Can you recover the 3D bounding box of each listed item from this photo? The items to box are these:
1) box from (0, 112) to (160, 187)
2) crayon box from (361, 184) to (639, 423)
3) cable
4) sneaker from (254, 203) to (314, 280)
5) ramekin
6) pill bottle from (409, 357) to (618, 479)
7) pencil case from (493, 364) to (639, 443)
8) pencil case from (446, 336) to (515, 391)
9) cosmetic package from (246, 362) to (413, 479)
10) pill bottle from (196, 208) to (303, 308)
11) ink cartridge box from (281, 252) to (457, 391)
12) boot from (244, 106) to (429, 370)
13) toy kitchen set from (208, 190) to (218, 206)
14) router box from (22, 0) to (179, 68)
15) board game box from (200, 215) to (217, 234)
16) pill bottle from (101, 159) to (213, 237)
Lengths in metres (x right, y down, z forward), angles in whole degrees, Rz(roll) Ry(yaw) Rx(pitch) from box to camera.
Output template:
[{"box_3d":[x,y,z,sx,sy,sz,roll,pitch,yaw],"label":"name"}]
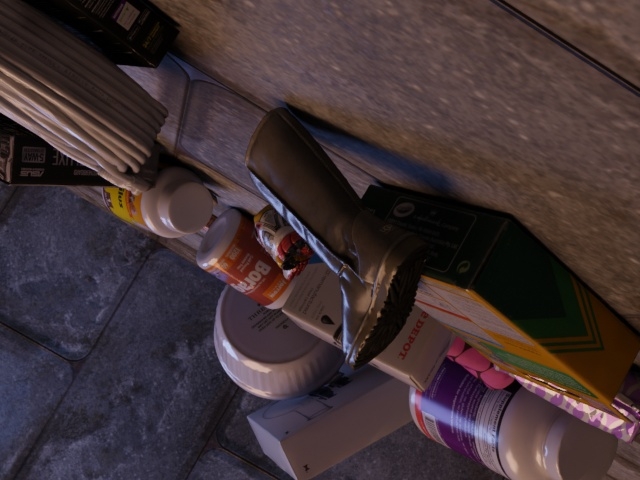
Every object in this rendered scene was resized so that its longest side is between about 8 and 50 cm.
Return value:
[{"box_3d":[-0.437,-0.150,1.584,0.242,0.077,0.307,-1,-166,-42],"label":"box"},{"box_3d":[0.193,0.067,1.061,0.323,0.083,0.203,37,169,-37],"label":"crayon box"},{"box_3d":[-0.271,-0.158,0.976,0.257,0.089,0.257,31,173,7],"label":"cable"},{"box_3d":[-0.045,-0.005,1.497,0.093,0.088,0.225,49,175,12],"label":"sneaker"},{"box_3d":[-0.077,0.156,1.906,0.273,0.273,0.127,28,160,15],"label":"ramekin"},{"box_3d":[0.296,0.270,1.559,0.181,0.181,0.323,35,169,-33],"label":"pill bottle"},{"box_3d":[0.315,0.171,1.234,0.206,0.086,0.088,26,-175,20],"label":"pencil case"},{"box_3d":[0.196,0.135,1.432,0.209,0.095,0.098,37,-175,-27],"label":"pencil case"},{"box_3d":[0.069,0.303,1.903,0.097,0.377,0.284,65,165,-8],"label":"cosmetic package"},{"box_3d":[-0.101,0.046,1.778,0.216,0.121,0.121,33,171,-21],"label":"pill bottle"},{"box_3d":[0.077,0.083,1.313,0.203,0.148,0.086,24,168,26],"label":"ink cartridge box"},{"box_3d":[0.001,0.000,0.970,0.208,0.076,0.190,38,132,24],"label":"boot"},{"box_3d":[-0.216,-0.076,1.764,0.068,0.075,0.083,44,-157,-48],"label":"toy kitchen set"},{"box_3d":[-0.227,-0.217,0.933,0.133,0.046,0.179,36,170,-34],"label":"router box"},{"box_3d":[-0.292,-0.068,2.059,0.259,0.039,0.124,32,171,3],"label":"board game box"},{"box_3d":[-0.267,-0.072,1.656,0.117,0.117,0.215,37,169,-38],"label":"pill bottle"}]
